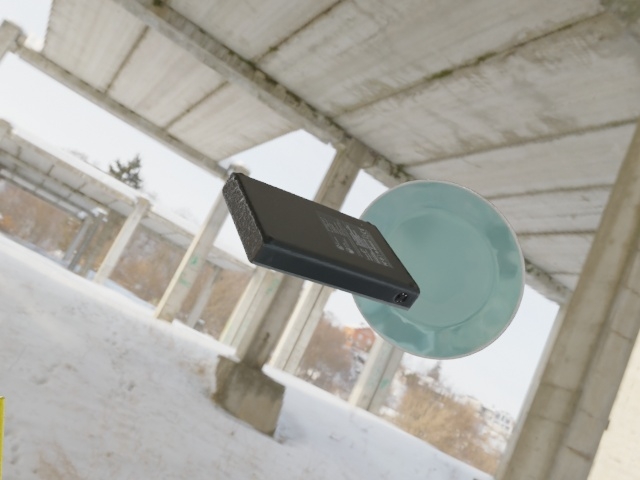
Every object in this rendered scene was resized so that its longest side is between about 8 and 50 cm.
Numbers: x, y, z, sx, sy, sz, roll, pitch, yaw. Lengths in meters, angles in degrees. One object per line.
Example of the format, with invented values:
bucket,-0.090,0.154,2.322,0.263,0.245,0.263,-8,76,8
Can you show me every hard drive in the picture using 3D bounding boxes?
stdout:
hard drive,0.000,0.000,0.462,0.135,0.022,0.094,20,25,-32

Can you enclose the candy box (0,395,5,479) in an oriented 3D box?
candy box,-0.366,0.260,0.619,0.027,0.205,0.105,-4,-6,40

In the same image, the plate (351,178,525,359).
plate,0.116,0.030,0.658,0.188,0.188,0.024,20,18,23
